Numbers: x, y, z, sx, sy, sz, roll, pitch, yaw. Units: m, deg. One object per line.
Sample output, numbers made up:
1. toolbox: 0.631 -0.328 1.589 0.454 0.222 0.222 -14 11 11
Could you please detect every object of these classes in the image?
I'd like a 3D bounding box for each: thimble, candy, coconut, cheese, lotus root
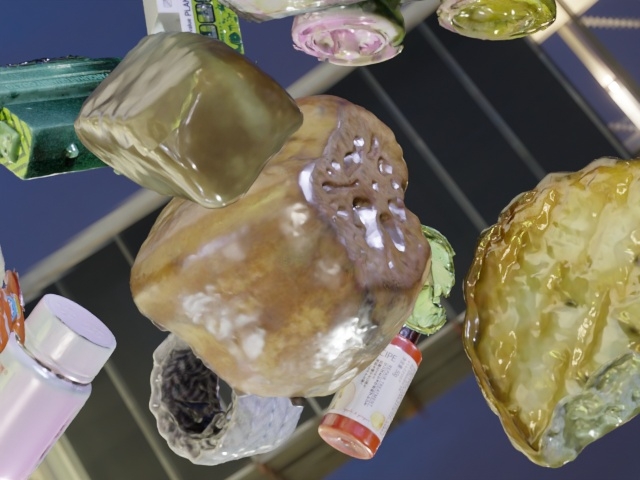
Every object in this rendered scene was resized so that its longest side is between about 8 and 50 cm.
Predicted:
1. thimble: -0.142 0.220 2.280 0.157 0.217 0.245 -6 -50 -54
2. candy: -0.103 -0.091 1.118 0.104 0.102 0.234 -51 20 -10
3. coconut: 0.125 0.040 2.037 0.055 0.133 0.158 -47 -25 -59
4. cheese: -0.339 0.075 1.551 0.037 0.106 0.256 -9 1 3
5. lotus root: 0.000 0.000 1.588 0.316 0.316 0.250 -13 -13 -40

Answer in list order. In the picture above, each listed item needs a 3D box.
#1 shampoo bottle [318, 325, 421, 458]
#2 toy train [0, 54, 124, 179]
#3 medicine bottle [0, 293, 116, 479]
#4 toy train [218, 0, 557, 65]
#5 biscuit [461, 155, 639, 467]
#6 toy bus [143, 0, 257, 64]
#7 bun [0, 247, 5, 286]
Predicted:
1. shampoo bottle: 0.101 0.222 2.495 0.278 0.104 0.104 -61 -15 -24
2. toy train: -0.364 -0.175 2.173 0.330 0.178 0.138 -14 -51 -46
3. medicine bottle: -0.416 0.213 2.147 0.254 0.152 0.152 -53 -27 7
4. toy train: 0.050 -0.208 1.001 0.261 0.134 0.177 -7 -15 25
5. biscuit: 0.293 0.051 1.480 0.335 0.329 0.078 -24 -40 27
6. toy bus: -0.182 -0.290 2.285 0.139 0.302 0.113 -3 -26 -18
7. bun: -0.507 0.031 1.913 0.229 0.229 0.145 -9 -16 -44
